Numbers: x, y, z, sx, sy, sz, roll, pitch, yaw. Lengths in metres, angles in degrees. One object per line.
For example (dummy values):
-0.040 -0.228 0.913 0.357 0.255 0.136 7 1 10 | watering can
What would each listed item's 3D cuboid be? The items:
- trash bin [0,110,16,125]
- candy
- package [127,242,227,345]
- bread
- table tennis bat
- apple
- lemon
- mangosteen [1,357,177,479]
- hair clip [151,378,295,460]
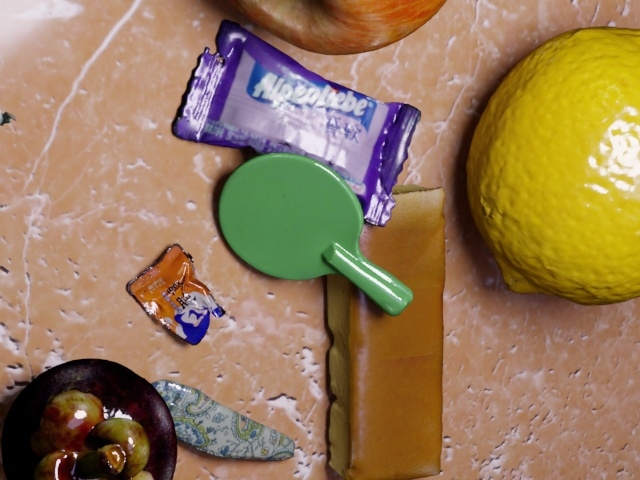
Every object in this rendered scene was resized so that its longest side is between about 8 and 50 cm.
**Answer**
-0.479 -0.038 1.544 0.381 0.259 0.295 -46 110 -21 | trash bin
-0.020 -0.131 1.928 0.275 0.070 0.145 24 84 -13 | candy
-0.156 0.063 1.925 0.077 0.033 0.111 -40 108 7 | package
0.077 0.114 2.061 0.138 0.077 0.361 -8 105 -32 | bread
0.000 0.000 1.940 0.257 0.039 0.160 38 121 -13 | table tennis bat
0.023 -0.347 1.789 0.301 0.301 0.302 -8 105 -32 | apple
0.332 -0.088 2.051 0.336 0.336 0.336 -8 105 -32 | lemon
-0.238 0.225 1.789 0.194 0.230 0.194 -2 100 -9 | mangosteen
-0.112 0.217 1.986 0.229 0.036 0.066 25 93 -35 | hair clip
